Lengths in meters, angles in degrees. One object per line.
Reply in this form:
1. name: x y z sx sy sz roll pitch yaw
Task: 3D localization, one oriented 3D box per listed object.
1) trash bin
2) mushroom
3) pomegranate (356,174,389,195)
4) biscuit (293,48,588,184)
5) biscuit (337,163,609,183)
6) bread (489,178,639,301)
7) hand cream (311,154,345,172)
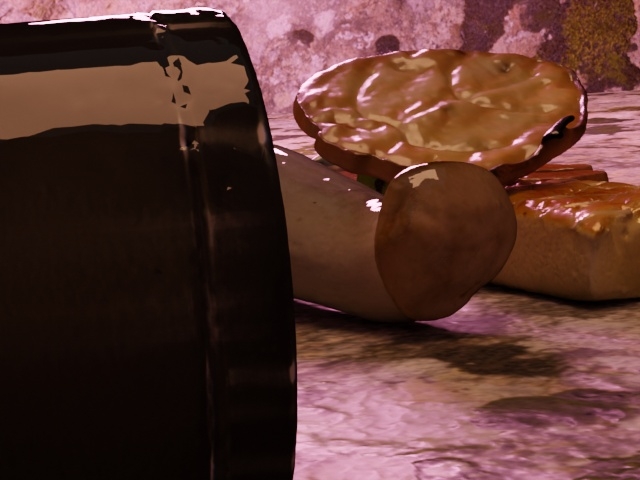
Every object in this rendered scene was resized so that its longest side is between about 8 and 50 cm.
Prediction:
1. trash bin: -0.175 0.028 0.588 0.301 0.203 0.252 -6 -10 -13
2. mushroom: -0.020 0.003 1.084 0.328 0.122 0.159 5 47 46
3. pomegranate: 0.085 -0.067 1.335 0.122 0.161 0.122 -10 34 6
4. biscuit: 0.101 -0.095 1.213 0.260 0.041 0.203 -22 35 -40
5. biscuit: 0.123 -0.046 1.547 0.295 0.044 0.186 -2 4 2
6. bread: 0.180 -0.004 1.135 0.125 0.068 0.188 -8 10 -29
7. hand cream: -0.033 -0.067 1.645 0.247 0.052 0.075 -12 -8 4
